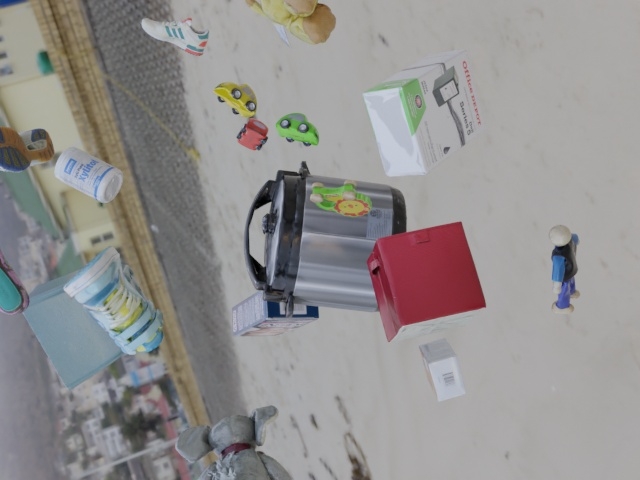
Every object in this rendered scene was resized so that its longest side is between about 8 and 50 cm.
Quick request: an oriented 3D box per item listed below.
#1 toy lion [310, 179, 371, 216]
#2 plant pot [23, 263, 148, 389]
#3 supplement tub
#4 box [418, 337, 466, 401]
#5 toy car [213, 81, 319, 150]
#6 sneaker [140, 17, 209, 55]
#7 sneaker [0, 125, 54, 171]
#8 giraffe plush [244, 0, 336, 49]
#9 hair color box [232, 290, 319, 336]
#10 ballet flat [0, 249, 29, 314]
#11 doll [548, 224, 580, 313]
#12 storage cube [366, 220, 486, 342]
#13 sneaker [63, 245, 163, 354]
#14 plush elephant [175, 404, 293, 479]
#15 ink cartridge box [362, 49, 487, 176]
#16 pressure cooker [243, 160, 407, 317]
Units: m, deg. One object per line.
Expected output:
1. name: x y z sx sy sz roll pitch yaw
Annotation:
1. toy lion: 0.041 -0.072 1.478 0.096 0.100 0.034 57 -145 -56
2. plant pot: -0.572 0.189 2.055 0.247 0.252 0.248 65 175 -11
3. supplement tub: -0.428 -0.121 1.491 0.107 0.071 0.071 26 155 9
4. box: 0.372 0.394 2.465 0.170 0.091 0.130 -107 0 -79
5. toy car: -0.099 -0.256 1.730 0.225 0.053 0.239 17 159 19
6. sneaker: -0.337 -0.498 1.884 0.075 0.161 0.057 -58 23 28
7. sneaker: -0.772 -0.210 1.956 0.296 0.131 0.112 -27 -76 -78
8. giraffe plush: -0.013 -0.400 1.196 0.181 0.170 0.210 41 175 9
9. hair color box: -0.148 0.229 2.543 0.347 0.174 0.105 147 122 -63
10. ballet flat: -0.637 0.048 1.556 0.221 0.077 0.079 56 170 0
11. doll: 0.429 0.048 1.417 0.046 0.129 0.189 11 138 30
12. storage cube: 0.223 0.092 1.719 0.183 0.215 0.193 104 154 -71
13. sneaker: -0.388 0.129 1.584 0.208 0.127 0.319 47 167 -3
14. plush elephant: -0.196 0.535 1.905 0.255 0.272 0.330 -96 -3 -53
15. ink cartridge box: 0.238 -0.286 1.788 0.115 0.273 0.198 1 118 44
16. pressure cooker: 0.001 -0.003 2.211 0.370 0.420 0.375 -96 14 -60
